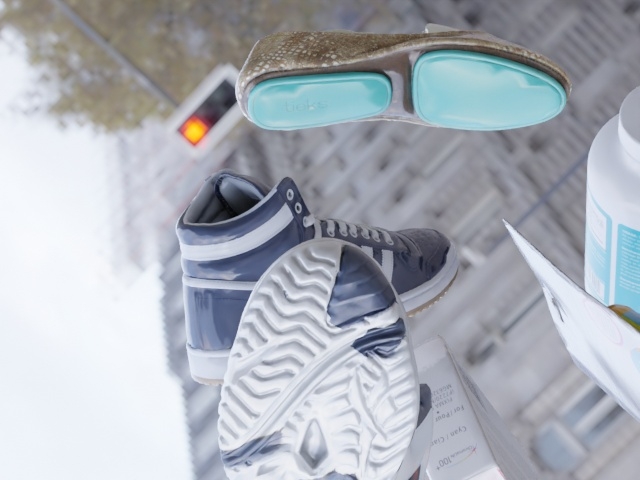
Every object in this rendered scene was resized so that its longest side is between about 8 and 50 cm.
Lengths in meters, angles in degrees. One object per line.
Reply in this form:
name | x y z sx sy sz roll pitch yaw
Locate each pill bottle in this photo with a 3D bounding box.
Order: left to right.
pill bottle | 0.324 -0.031 1.743 0.146 0.146 0.264 52 163 34

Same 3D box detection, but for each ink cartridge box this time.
ink cartridge box | 0.170 0.252 1.637 0.261 0.066 0.296 66 -172 32

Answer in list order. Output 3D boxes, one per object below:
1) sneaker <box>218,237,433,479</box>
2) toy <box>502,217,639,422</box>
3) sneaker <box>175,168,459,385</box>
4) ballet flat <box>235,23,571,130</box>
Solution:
sneaker | 0.006 0.078 0.901 0.153 0.094 0.235 -89 -10 -60
toy | 0.191 0.075 0.847 0.237 0.056 0.137 47 172 42
sneaker | 0.000 0.000 1.498 0.282 0.153 0.099 -23 -160 -38
ballet flat | 0.051 -0.108 1.144 0.206 0.073 0.067 1 -137 -5
